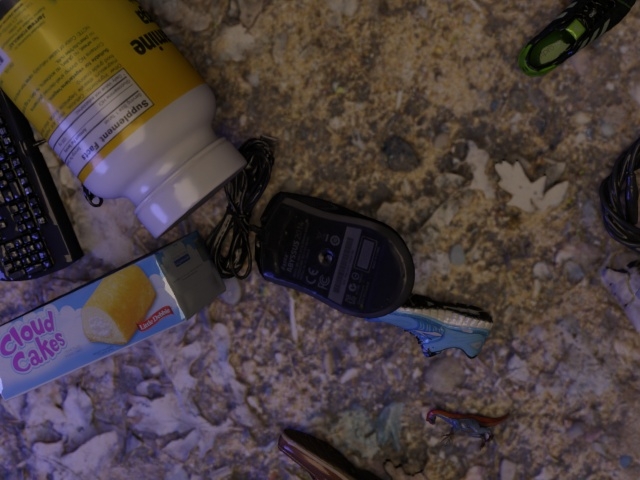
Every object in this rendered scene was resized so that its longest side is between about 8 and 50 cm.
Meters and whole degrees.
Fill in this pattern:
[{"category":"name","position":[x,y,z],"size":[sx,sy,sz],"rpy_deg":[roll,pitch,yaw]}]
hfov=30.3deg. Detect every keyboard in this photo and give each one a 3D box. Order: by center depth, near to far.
[{"category":"keyboard","position":[-0.379,-0.113,1.486],"size":[0.201,0.033,0.317],"rpy_deg":[-21,99,8]}]

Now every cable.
[{"category":"cable","position":[0.425,-0.065,1.417],"size":[0.150,0.047,0.184],"rpy_deg":[34,104,3]}]

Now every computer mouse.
[{"category":"computer mouse","position":[0.000,0.000,1.447],"size":[0.272,0.072,0.188],"rpy_deg":[25,105,18]}]

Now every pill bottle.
[{"category":"pill bottle","position":[-0.244,-0.173,1.377],"size":[0.188,0.188,0.334],"rpy_deg":[-39,93,11]}]

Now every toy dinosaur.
[{"category":"toy dinosaur","position":[0.179,0.232,1.504],"size":[0.082,0.047,0.090],"rpy_deg":[40,68,6]}]

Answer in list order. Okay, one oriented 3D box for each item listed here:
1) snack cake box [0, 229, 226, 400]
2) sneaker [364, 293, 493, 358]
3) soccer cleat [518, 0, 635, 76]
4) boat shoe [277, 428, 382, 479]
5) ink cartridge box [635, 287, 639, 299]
[{"category":"snack cake box","position":[-0.263,0.090,1.433],"size":[0.264,0.152,0.089],"rpy_deg":[-25,95,17]},{"category":"sneaker","position":[0.128,0.111,1.464],"size":[0.162,0.063,0.073],"rpy_deg":[12,105,3]},{"category":"soccer cleat","position":[0.306,-0.254,1.374],"size":[0.179,0.072,0.060],"rpy_deg":[-42,94,11]},{"category":"boat shoe","position":[0.016,0.307,1.509],"size":[0.178,0.064,0.060],"rpy_deg":[35,100,-4]},{"category":"ink cartridge box","position":[0.522,0.034,1.406],"size":[0.224,0.045,0.223],"rpy_deg":[31,103,-25]}]
